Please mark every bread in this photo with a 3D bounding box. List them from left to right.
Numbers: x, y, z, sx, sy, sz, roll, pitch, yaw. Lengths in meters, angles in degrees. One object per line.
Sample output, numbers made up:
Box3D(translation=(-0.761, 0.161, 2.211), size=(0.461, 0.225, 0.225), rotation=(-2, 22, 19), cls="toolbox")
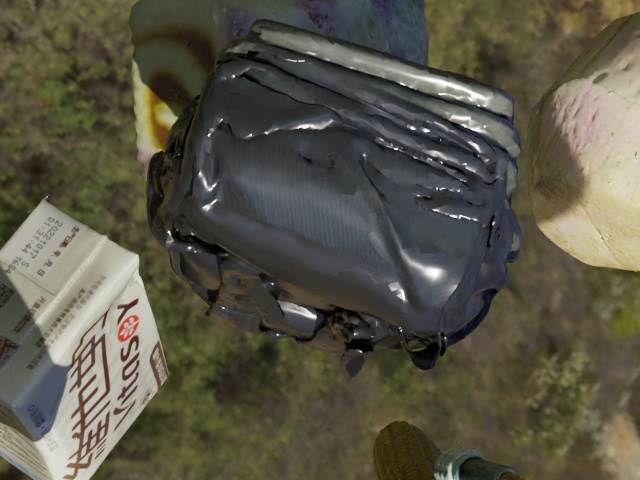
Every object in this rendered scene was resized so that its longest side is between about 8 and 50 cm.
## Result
Box3D(translation=(-0.023, -0.158, 1.150), size=(0.338, 0.155, 0.187), rotation=(-32, 127, -55), cls="bread")

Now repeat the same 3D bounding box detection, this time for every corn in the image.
Box3D(translation=(0.104, 0.255, 1.287), size=(0.080, 0.080, 0.231), rotation=(-50, -158, 7), cls="corn")

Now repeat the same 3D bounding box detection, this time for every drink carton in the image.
Box3D(translation=(-0.271, 0.126, 1.355), size=(0.194, 0.132, 0.325), rotation=(-55, 165, -23), cls="drink carton")

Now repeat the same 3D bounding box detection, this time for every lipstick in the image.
Box3D(translation=(0.123, 0.176, 0.967), size=(0.037, 0.037, 0.116), rotation=(-49, -169, -16), cls="lipstick")

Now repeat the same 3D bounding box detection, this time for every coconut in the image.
Box3D(translation=(0.284, -0.081, 1.084), size=(0.237, 0.197, 0.237), rotation=(-48, 156, -29), cls="coconut")

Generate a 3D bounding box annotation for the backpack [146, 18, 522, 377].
Box3D(translation=(0.000, 0.000, 0.720), size=(0.258, 0.206, 0.133), rotation=(116, -5, -71), cls="backpack")
